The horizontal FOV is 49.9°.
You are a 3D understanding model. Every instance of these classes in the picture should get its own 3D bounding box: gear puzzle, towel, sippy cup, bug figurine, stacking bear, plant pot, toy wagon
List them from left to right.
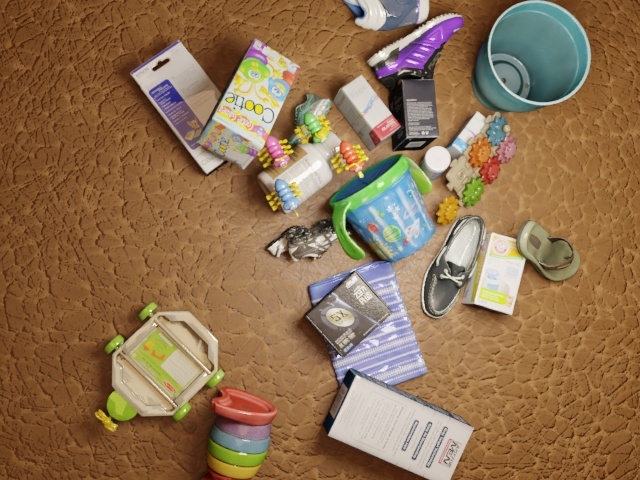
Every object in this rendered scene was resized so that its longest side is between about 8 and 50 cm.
[{"bbox_3d":[-0.427,0.338,1.760,0.344,0.068,0.267,-45,92,-8],"label":"toy wagon"},{"bbox_3d":[-0.222,0.543,1.732,0.164,0.175,0.288,16,93,1],"label":"stacking bear"},{"bbox_3d":[-0.030,-0.200,1.718,0.279,0.072,0.216,-32,80,-8],"label":"bug figurine"},{"bbox_3d":[0.129,0.238,1.854,0.243,0.040,0.335,-18,88,-8],"label":"towel"},{"bbox_3d":[0.177,-0.072,1.803,0.306,0.240,0.224,-34,101,0],"label":"sippy cup"},{"bbox_3d":[0.424,-0.180,1.875,0.339,0.044,0.175,-51,133,-8],"label":"gear puzzle"},{"bbox_3d":[0.538,-0.463,1.855,0.272,0.255,0.271,1,85,-7],"label":"plant pot"}]

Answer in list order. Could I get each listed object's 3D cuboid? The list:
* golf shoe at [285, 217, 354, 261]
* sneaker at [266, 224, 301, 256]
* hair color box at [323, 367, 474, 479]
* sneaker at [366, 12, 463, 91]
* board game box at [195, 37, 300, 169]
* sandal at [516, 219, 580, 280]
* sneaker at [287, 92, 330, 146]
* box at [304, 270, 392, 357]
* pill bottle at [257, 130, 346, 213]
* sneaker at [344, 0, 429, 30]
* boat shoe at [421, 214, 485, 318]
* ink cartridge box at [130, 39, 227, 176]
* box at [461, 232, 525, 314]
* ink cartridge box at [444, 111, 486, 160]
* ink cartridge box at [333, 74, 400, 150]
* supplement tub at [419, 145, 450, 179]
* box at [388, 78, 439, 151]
[{"bbox_3d":[0.000,0.000,1.848,0.198,0.077,0.093,-12,121,-21],"label":"golf shoe"},{"bbox_3d":[-0.092,0.001,1.849,0.109,0.040,0.043,-39,107,-5],"label":"sneaker"},{"bbox_3d":[0.201,0.485,1.796,0.347,0.105,0.173,26,88,-8],"label":"hair color box"},{"bbox_3d":[0.285,-0.509,1.911,0.293,0.102,0.146,-31,94,-4],"label":"sneaker"},{"bbox_3d":[-0.183,-0.347,1.754,0.142,0.144,0.275,29,61,-15],"label":"board game box"},{"bbox_3d":[0.629,0.036,1.854,0.303,0.086,0.120,23,79,-43],"label":"sandal"},{"bbox_3d":[-0.045,-0.331,1.875,0.076,0.065,0.166,34,78,13],"label":"sneaker"},{"bbox_3d":[0.072,0.191,1.799,0.180,0.077,0.147,-41,91,-5],"label":"box"},{"bbox_3d":[-0.042,-0.185,1.819,0.229,0.131,0.131,-38,91,-9],"label":"pill bottle"},{"bbox_3d":[0.160,-0.739,1.890,0.237,0.130,0.322,-9,92,-12],"label":"sneaker"},{"bbox_3d":[0.361,0.067,1.871,0.115,0.091,0.302,19,83,-5],"label":"boat shoe"},{"bbox_3d":[-0.338,-0.350,1.829,0.165,0.065,0.332,-37,92,-9],"label":"ink cartridge box"},{"bbox_3d":[0.476,0.090,1.878,0.114,0.103,0.203,17,83,-7],"label":"box"},{"bbox_3d":[0.405,-0.288,1.906,0.052,0.088,0.122,37,82,-3],"label":"ink cartridge box"},{"bbox_3d":[0.123,-0.342,1.855,0.072,0.127,0.175,-37,91,-10],"label":"ink cartridge box"},{"bbox_3d":[0.311,-0.210,1.876,0.071,0.107,0.070,0,82,0],"label":"supplement tub"},{"bbox_3d":[0.249,-0.335,1.856,0.093,0.156,0.158,-4,86,-8],"label":"box"}]
